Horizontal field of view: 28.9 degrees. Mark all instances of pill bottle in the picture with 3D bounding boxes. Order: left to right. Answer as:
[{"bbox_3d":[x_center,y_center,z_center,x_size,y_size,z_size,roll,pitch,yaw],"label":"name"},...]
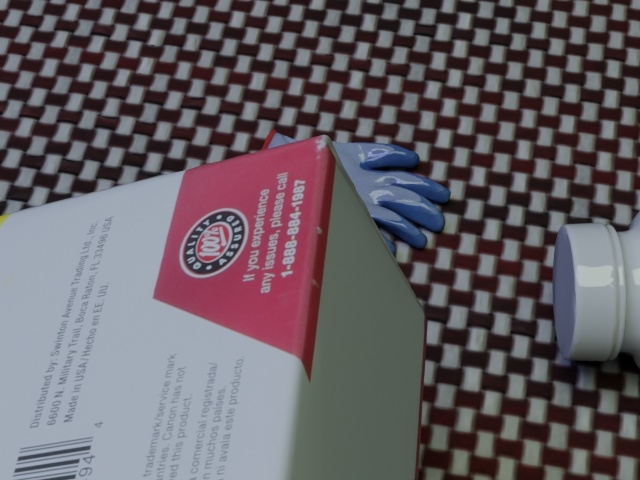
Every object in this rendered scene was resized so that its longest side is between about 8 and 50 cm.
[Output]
[{"bbox_3d":[0.271,0.034,0.820,0.221,0.124,0.124,-1,57,2],"label":"pill bottle"}]

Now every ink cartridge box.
[{"bbox_3d":[-0.153,0.131,0.656,0.384,0.160,0.279,-11,47,21],"label":"ink cartridge box"}]

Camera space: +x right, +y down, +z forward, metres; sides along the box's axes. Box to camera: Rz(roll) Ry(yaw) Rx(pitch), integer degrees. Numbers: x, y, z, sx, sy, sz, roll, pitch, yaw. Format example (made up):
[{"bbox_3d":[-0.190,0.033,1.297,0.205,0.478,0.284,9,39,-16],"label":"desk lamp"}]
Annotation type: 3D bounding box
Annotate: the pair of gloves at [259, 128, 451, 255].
[{"bbox_3d":[0.000,0.000,0.909,0.159,0.023,0.198,17,59,14],"label":"pair of gloves"}]
